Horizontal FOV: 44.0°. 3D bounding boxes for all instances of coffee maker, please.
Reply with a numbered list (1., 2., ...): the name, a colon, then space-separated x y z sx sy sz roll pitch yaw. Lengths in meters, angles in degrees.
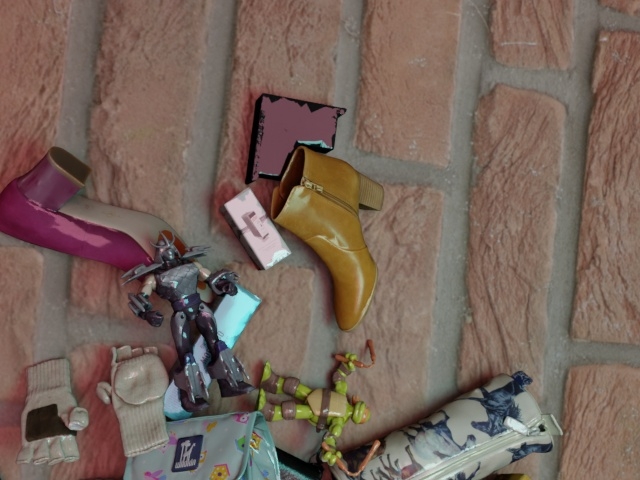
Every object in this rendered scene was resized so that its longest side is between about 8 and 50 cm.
1. coffee maker: -0.096 0.387 1.375 0.178 0.120 0.171 35 56 -11

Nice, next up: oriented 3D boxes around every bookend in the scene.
1. bookend: -0.045 -0.170 1.425 0.157 0.072 0.156 7 86 -14

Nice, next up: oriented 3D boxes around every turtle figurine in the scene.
1. turtle figurine: -0.001 0.278 1.395 0.217 0.087 0.270 14 51 -3

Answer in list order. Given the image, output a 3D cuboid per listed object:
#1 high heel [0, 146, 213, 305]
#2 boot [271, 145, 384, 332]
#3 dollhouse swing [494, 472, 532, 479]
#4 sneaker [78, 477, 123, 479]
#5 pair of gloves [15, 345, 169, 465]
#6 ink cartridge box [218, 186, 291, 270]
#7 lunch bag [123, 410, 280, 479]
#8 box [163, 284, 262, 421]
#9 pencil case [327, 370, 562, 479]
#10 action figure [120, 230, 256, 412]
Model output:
1. high heel: -0.364 0.018 1.345 0.181 0.127 0.377 -40 106 22
2. boot: 0.001 -0.001 1.378 0.211 0.104 0.295 17 78 -36
3. dollhouse swing: 0.347 0.645 1.382 0.305 0.315 0.347 39 78 11
4. sneaker: -0.350 0.442 1.315 0.214 0.084 0.083 -1 92 -15
5. pair of gloves: -0.361 0.257 1.265 0.240 0.042 0.204 -9 47 -4
6. ink cartridge box: -0.117 -0.018 1.385 0.056 0.099 0.135 -33 94 -12
7. lunch bag: -0.179 0.403 1.227 0.223 0.160 0.262 -12 77 16
8. box: -0.196 0.189 1.355 0.060 0.100 0.244 33 80 -11
9. pencil case: 0.213 0.383 1.404 0.410 0.183 0.160 -24 83 -13
10. action figure: -0.204 0.119 1.254 0.185 0.099 0.285 -20 92 -25
